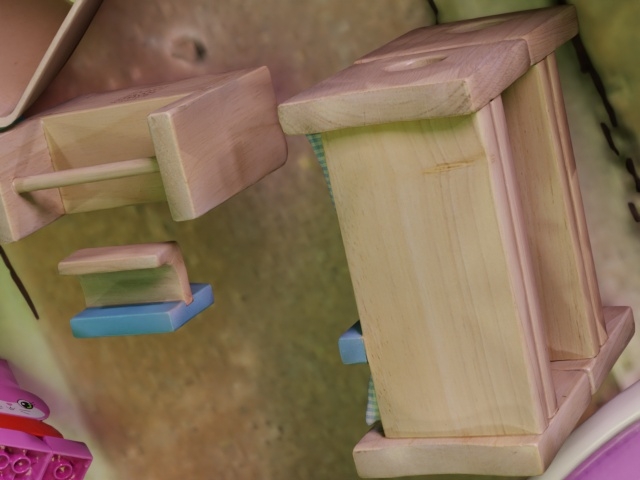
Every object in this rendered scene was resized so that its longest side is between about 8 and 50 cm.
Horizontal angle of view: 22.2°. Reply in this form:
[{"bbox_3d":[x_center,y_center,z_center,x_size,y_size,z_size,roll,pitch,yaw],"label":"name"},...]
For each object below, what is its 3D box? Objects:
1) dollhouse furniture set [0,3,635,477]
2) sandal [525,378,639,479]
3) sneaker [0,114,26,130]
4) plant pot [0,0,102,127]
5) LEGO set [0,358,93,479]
[{"bbox_3d":[0.000,0.000,0.586,0.184,0.129,0.129,-5,105,27],"label":"dollhouse furniture set"},{"bbox_3d":[0.230,0.095,0.560,0.416,0.102,0.169,-25,98,21],"label":"sandal"},{"bbox_3d":[-0.194,-0.025,0.642,0.191,0.071,0.083,-28,107,26],"label":"sneaker"},{"bbox_3d":[-0.112,-0.122,0.589,0.109,0.096,0.109,36,111,2],"label":"plant pot"},{"bbox_3d":[-0.220,0.078,0.640,0.227,0.093,0.087,15,111,-34],"label":"LEGO set"}]
